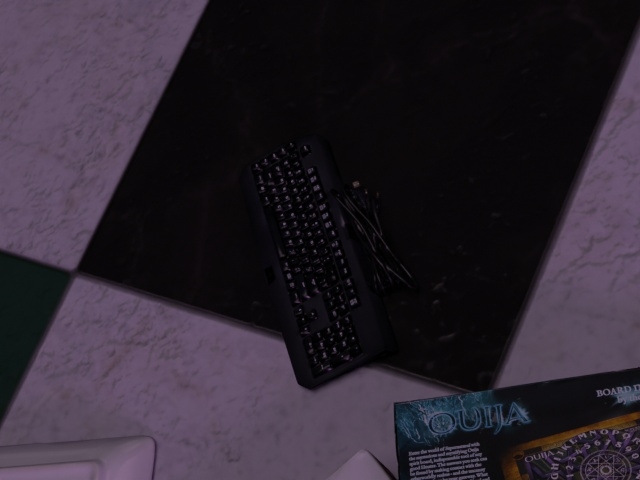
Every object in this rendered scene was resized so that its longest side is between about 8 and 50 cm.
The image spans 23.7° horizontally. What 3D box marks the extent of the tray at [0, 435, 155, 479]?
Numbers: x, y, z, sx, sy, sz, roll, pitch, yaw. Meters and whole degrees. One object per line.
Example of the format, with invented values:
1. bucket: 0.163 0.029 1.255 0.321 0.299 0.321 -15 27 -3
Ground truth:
1. tray: -0.245 0.210 1.065 0.270 0.030 0.145 -8 63 23

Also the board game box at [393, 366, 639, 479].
1. board game box: 0.138 0.139 0.881 0.186 0.026 0.126 -9 53 9

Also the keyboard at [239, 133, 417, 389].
1. keyboard: 0.000 0.000 1.045 0.100 0.038 0.192 -27 57 12

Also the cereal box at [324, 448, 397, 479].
1. cereal box: 0.031 0.263 0.886 0.173 0.047 0.240 -41 54 1
